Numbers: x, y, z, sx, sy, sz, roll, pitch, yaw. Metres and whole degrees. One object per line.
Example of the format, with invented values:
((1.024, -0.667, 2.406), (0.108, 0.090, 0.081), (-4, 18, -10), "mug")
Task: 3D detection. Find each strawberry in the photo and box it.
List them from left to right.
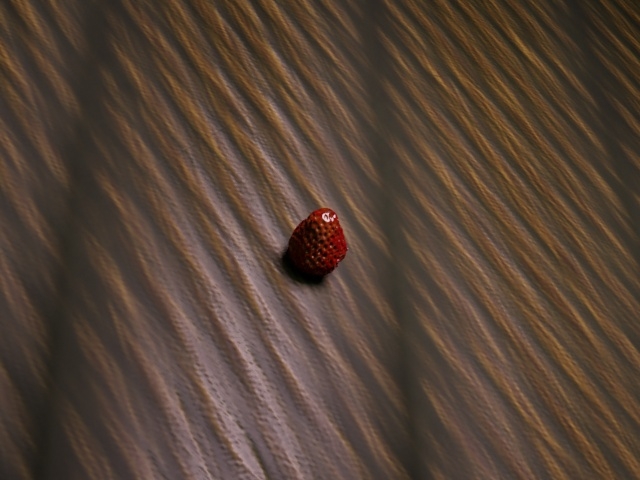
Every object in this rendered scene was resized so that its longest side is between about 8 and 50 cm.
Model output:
((0.000, 0.000, 1.756), (0.073, 0.083, 0.073), (13, 48, -15), "strawberry")
